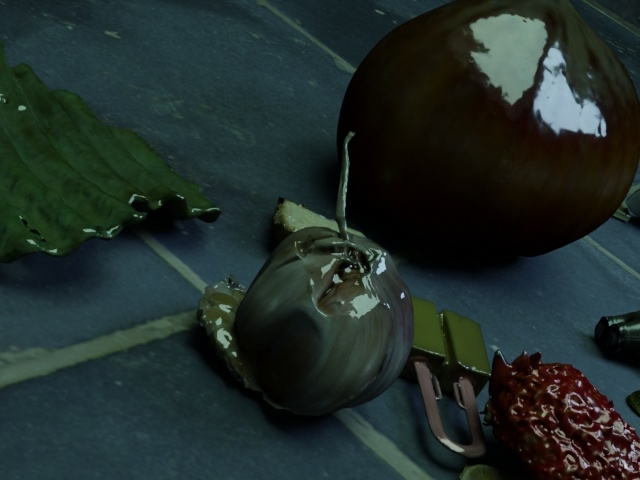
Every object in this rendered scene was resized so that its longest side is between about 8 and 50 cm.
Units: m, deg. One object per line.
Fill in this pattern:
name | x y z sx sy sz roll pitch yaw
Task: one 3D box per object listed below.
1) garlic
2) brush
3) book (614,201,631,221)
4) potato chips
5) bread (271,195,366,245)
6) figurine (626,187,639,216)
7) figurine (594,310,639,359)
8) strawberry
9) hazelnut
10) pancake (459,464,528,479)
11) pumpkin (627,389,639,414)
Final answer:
garlic | -0.022 0.036 1.158 0.207 0.257 0.207 -10 1 0
brush | 0.127 0.148 1.260 0.103 0.047 0.233 21 28 -14
book | 0.400 -0.118 2.056 0.241 0.018 0.170 24 25 -10
potato chips | -0.307 -0.109 1.256 0.389 0.097 0.373 37 26 16
bread | 0.000 0.000 1.418 0.129 0.044 0.126 20 19 -10
figurine | 0.630 -0.016 2.011 0.249 0.166 0.141 -2 67 -20
figurine | 0.453 0.134 1.565 0.196 0.108 0.114 2 8 -17
strawberry | 0.256 0.206 1.174 0.174 0.098 0.228 26 21 -49
hazelnut | 0.229 -0.142 1.595 0.409 0.359 0.359 -2 37 -32
pancake | 0.184 0.262 1.124 0.151 0.025 0.152 22 27 -12
pumpkin | 0.410 0.198 1.463 0.083 0.028 0.050 24 23 -17
